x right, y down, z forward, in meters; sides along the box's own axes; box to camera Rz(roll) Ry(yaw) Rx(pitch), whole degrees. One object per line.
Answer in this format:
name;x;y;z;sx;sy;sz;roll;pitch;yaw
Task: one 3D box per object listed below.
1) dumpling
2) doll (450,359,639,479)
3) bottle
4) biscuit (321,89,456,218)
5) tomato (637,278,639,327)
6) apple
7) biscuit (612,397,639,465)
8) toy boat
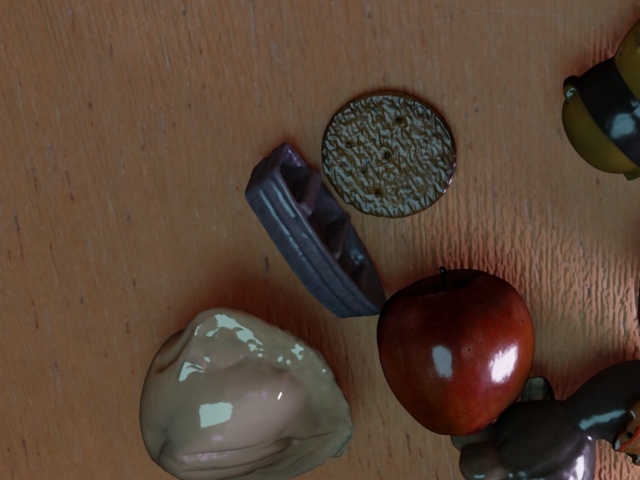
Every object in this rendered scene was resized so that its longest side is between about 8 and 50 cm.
dumpling;-0.111;0.263;1.825;0.316;0.233;0.395;22;132;-4
doll;0.393;0.381;1.781;0.379;0.252;0.382;-17;118;18
bottle;0.453;-0.215;1.517;0.351;0.171;0.171;-38;104;26
biscuit;0.093;-0.118;1.705;0.188;0.027;0.187;5;116;9
tomato;0.513;0.068;1.625;0.188;0.232;0.232;43;119;21
apple;0.186;0.145;1.709;0.234;0.234;0.234;4;117;8
biscuit;0.460;0.267;1.683;0.119;0.019;0.130;-43;102;-7
toy boat;0.000;0.000;1.724;0.078;0.127;0.283;-26;113;21
